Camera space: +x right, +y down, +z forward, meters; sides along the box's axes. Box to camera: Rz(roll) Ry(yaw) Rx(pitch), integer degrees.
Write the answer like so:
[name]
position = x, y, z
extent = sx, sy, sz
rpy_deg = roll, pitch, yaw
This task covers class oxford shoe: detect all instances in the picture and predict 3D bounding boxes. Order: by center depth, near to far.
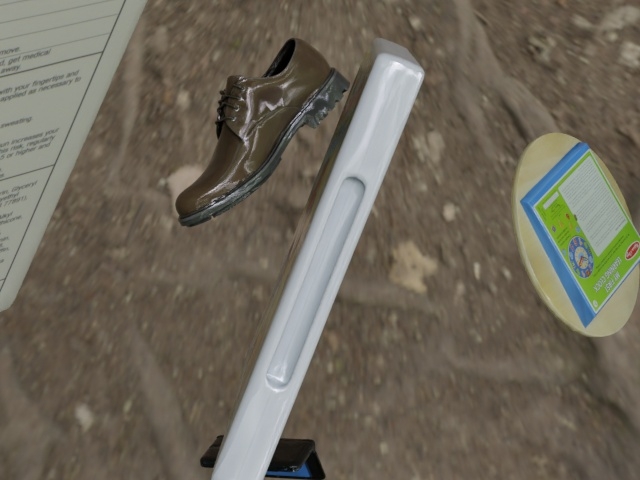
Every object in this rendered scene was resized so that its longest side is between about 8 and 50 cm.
[oxford shoe]
position = -0.077, -0.108, 1.462
extent = 0.096, 0.083, 0.227
rpy_deg = 46, 67, -20

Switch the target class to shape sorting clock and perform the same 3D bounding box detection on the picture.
[shape sorting clock]
position = 0.250, -0.005, 1.463
extent = 0.040, 0.206, 0.206
rpy_deg = -24, 105, 41

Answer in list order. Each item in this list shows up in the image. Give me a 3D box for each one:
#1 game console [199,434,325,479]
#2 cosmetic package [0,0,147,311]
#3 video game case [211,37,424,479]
[game console]
position = -0.067, 0.269, 1.755
extent = 0.122, 0.107, 0.071
rpy_deg = 0, 107, 16
[cosmetic package]
position = -0.171, -0.079, 0.576
extent = 0.113, 0.160, 0.309
rpy_deg = 52, 136, 20
[video game case]
position = 0.000, 0.000, 0.755
extent = 0.026, 0.227, 0.206
rpy_deg = 21, 99, -2
